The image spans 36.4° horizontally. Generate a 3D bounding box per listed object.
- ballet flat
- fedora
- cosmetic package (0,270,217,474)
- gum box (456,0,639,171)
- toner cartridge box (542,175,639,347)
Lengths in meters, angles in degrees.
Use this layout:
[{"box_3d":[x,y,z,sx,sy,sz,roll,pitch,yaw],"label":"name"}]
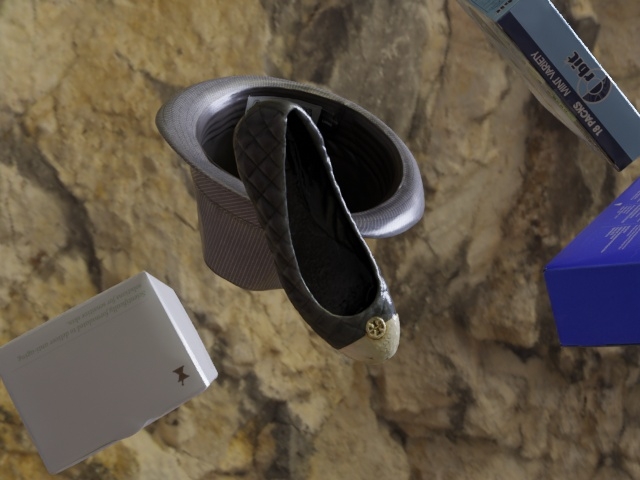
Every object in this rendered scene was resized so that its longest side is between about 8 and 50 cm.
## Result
[{"box_3d":[0.000,0.000,0.562,0.057,0.173,0.049,-35,-164,-24],"label":"ballet flat"},{"box_3d":[-0.036,-0.040,0.875,0.244,0.124,0.275,24,-150,1],"label":"fedora"},{"box_3d":[-0.245,0.157,1.201,0.197,0.365,0.155,-28,-94,-8],"label":"cosmetic package"},{"box_3d":[0.176,-0.149,0.780,0.041,0.157,0.184,-41,-158,12],"label":"gum box"},{"box_3d":[0.348,-0.008,0.888,0.165,0.075,0.348,-5,-163,37],"label":"toner cartridge box"}]
